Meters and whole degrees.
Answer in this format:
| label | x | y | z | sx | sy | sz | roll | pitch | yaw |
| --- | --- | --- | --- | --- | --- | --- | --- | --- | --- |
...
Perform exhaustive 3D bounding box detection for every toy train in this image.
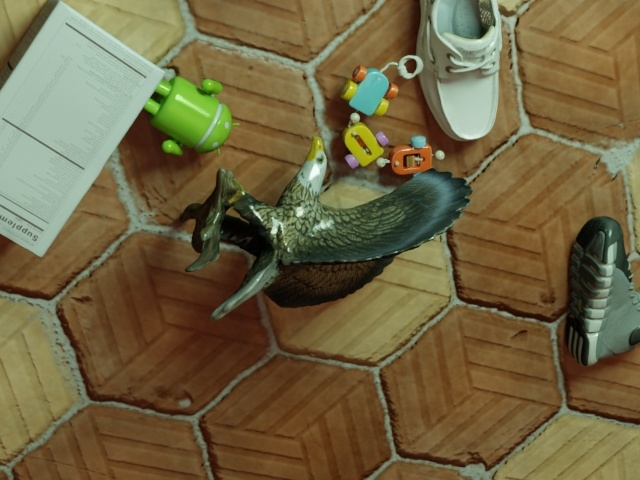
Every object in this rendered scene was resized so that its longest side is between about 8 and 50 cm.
| label | x | y | z | sx | sy | sz | roll | pitch | yaw |
| --- | --- | --- | --- | --- | --- | --- | --- | --- | --- |
| toy train | 0.083 | -0.148 | 1.380 | 0.125 | 0.046 | 0.166 | -13 | 117 | -8 |

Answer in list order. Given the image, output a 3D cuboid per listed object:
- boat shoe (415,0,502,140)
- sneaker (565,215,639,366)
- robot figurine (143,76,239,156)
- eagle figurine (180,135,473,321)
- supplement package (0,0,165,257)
| label | x | y | z | sx | sy | sz | roll | pitch | yaw |
| --- | --- | --- | --- | --- | --- | --- | --- | --- | --- |
| boat shoe | 0.166 | -0.238 | 1.329 | 0.098 | 0.096 | 0.277 | -15 | 115 | -6 |
| sneaker | 0.410 | 0.061 | 1.521 | 0.132 | 0.086 | 0.229 | -8 | 124 | -14 |
| robot figurine | -0.154 | -0.147 | 1.317 | 0.115 | 0.067 | 0.101 | 31 | 97 | -21 |
| eagle figurine | 0.003 | -0.011 | 1.318 | 0.298 | 0.226 | 0.225 | 15 | 112 | -17 |
| supplement package | -0.302 | -0.128 | 1.238 | 0.139 | 0.134 | 0.244 | 34 | 92 | -22 |
